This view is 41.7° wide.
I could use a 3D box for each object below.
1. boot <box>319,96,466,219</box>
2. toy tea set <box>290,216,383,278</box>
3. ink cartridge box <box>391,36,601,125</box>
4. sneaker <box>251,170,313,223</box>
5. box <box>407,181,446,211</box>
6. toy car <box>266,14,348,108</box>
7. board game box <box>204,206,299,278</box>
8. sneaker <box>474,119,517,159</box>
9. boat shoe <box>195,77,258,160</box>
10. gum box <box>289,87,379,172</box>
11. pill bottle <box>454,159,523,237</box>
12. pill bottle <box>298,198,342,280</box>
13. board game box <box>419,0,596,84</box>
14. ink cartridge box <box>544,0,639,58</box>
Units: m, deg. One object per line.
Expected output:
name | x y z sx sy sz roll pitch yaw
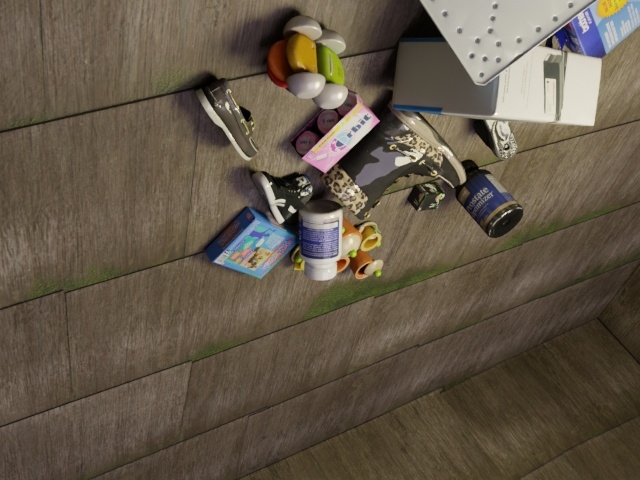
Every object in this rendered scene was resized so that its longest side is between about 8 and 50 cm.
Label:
boot | 0.187 -0.171 2.103 0.284 0.138 0.377 -42 145 9
toy tea set | 0.086 0.044 2.316 0.336 0.124 0.200 10 128 -50
ink cartridge box | 0.401 -0.353 1.889 0.395 0.286 0.166 -3 102 -43
sneaker | -0.083 -0.130 1.966 0.121 0.079 0.217 -35 158 -7
box | 0.299 -0.123 2.365 0.083 0.052 0.062 -8 139 -37
toy car | -0.033 -0.343 1.668 0.136 0.159 0.182 -12 165 35
board game box | -0.164 0.009 2.097 0.160 0.047 0.210 -44 148 13
sneaker | 0.443 -0.331 2.203 0.087 0.130 0.227 -27 121 -5
boat shoe | -0.171 -0.242 1.706 0.069 0.081 0.227 -33 147 3
gum box | 0.036 -0.252 1.915 0.188 0.062 0.107 -43 149 13
pill bottle | 0.457 -0.121 2.359 0.123 0.219 0.122 -25 148 -17
pill bottle | 0.000 0.000 2.120 0.112 0.112 0.186 -15 118 -31
board game box | 0.342 -0.559 1.571 0.390 0.050 0.390 -37 107 3
ink cartridge box | 0.674 -0.596 1.987 0.395 0.151 0.270 -40 149 12
